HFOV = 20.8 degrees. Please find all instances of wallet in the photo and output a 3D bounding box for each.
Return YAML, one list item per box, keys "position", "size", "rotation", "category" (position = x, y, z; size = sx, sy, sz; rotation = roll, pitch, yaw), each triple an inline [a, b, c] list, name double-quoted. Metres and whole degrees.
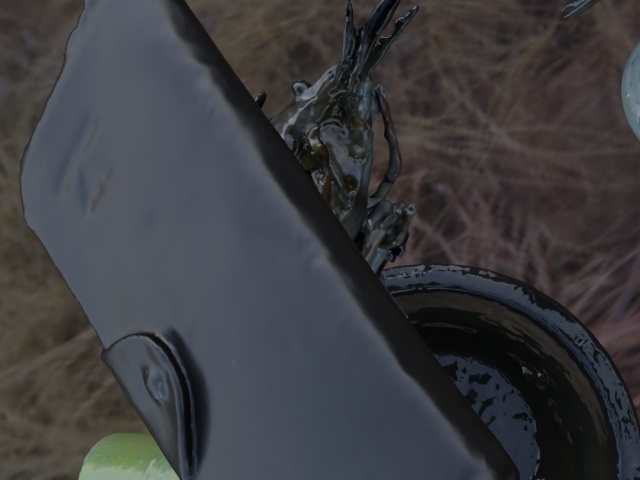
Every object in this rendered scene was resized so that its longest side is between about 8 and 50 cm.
- position: [-0.051, 0.037, 0.937]
  size: [0.377, 0.051, 0.197]
  rotation: [56, 131, 26]
  category: "wallet"

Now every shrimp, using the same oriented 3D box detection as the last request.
- position: [-0.001, 0.001, 1.100]
  size: [0.172, 0.137, 0.372]
  rotation: [27, 142, -5]
  category: "shrimp"

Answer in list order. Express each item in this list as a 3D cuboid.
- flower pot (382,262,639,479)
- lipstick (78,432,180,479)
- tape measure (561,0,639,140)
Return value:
- position: [0.121, 0.213, 1.650]
  size: [0.379, 0.251, 0.379]
  rotation: [0, 88, 7]
  category: "flower pot"
- position: [-0.023, 0.152, 1.015]
  size: [0.304, 0.076, 0.076]
  rotation: [-1, 108, 45]
  category: "lipstick"
- position: [0.255, -0.149, 1.354]
  size: [0.330, 0.164, 0.084]
  rotation: [28, 159, 52]
  category: "tape measure"
